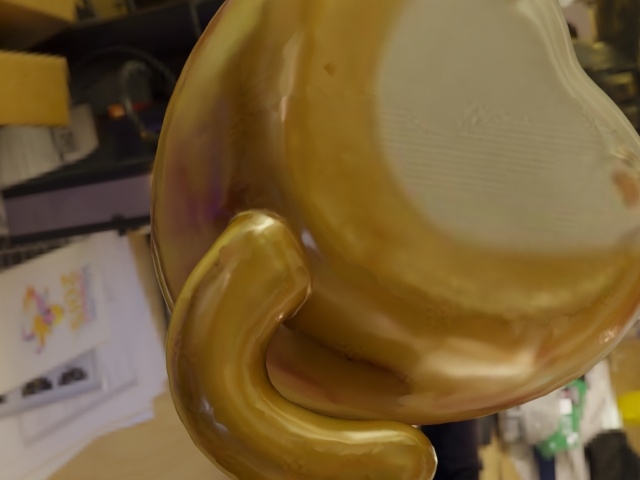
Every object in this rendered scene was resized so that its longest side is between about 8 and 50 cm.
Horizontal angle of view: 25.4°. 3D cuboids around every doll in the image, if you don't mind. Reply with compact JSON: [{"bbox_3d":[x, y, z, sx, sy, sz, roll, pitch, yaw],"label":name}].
[{"bbox_3d":[0.016,-0.009,0.511,0.167,0.162,0.269,64,-4,4],"label":"doll"}]
